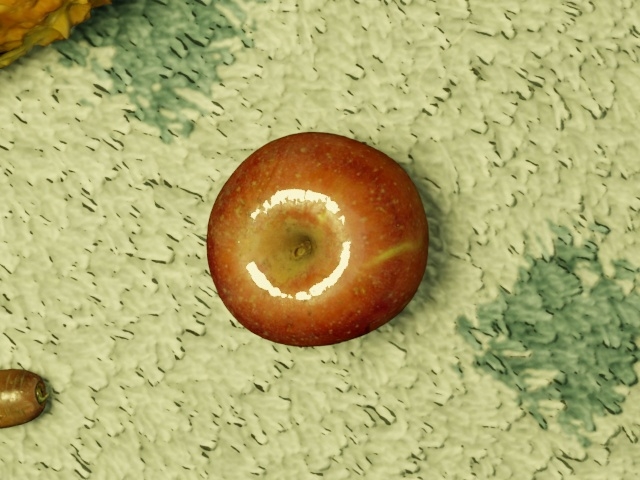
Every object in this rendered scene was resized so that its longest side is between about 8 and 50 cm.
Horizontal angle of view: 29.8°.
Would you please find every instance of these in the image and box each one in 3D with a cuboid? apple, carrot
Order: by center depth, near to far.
[{"bbox_3d":[0.000,0.000,1.100,0.201,0.162,0.201,1,94,12],"label":"apple"},{"bbox_3d":[-0.384,0.169,1.169,0.248,0.059,0.059,-12,95,4],"label":"carrot"}]

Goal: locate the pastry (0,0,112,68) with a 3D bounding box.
[{"bbox_3d":[-0.364,-0.295,1.015,0.405,0.292,0.337,37,104,-14],"label":"pastry"}]
